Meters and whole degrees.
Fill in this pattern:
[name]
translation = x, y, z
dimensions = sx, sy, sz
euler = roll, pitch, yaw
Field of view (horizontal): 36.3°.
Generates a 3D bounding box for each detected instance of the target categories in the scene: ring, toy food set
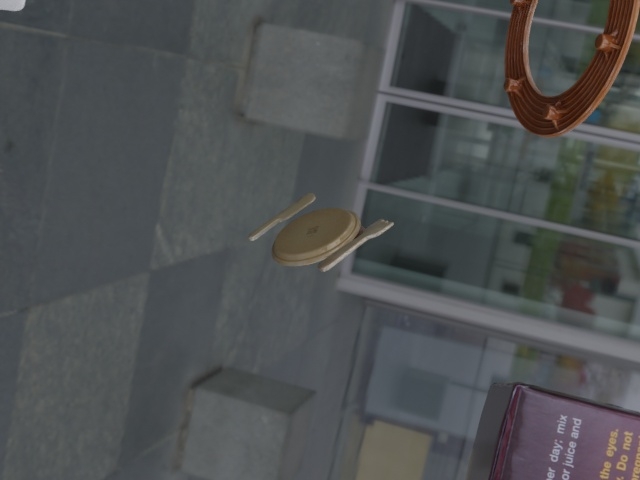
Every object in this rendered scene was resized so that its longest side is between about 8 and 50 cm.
[ring]
translation = 0.343, -0.315, 1.398
dimensions = 0.336, 0.032, 0.336
euler = -172, -90, -73
[toy food set]
translation = 0.000, 0.000, 1.271
dimensions = 0.132, 0.192, 0.038
euler = -35, 120, -21

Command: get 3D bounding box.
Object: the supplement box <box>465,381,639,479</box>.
[supplement box]
translation = 0.147, 0.112, 0.350
dimensions = 0.104, 0.188, 0.080
euler = 58, 46, -81

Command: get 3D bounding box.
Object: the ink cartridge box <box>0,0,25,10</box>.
[ink cartridge box]
translation = -0.255, -0.336, 0.632
dimensions = 0.119, 0.207, 0.353
euler = -38, 129, -50
